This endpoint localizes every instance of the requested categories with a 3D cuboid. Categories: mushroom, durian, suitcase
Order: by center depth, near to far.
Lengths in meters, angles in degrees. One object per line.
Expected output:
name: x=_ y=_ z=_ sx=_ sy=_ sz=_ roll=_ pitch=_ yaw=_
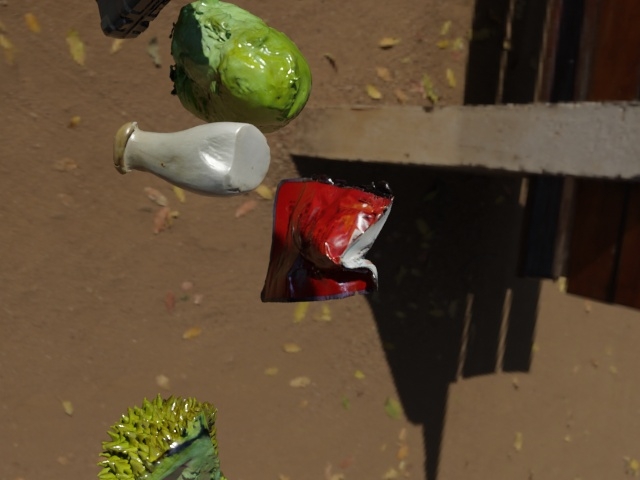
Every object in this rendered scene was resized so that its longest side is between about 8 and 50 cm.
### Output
durian: x=-0.141 y=0.199 z=0.789 sx=0.137 sy=0.095 sz=0.221 roll=-31 pitch=149 yaw=-14
suitcase: x=-0.252 y=-0.444 z=1.343 sx=0.066 sy=0.285 sz=0.206 roll=-5 pitch=75 yaw=-41
mushroom: x=-0.191 y=-0.121 z=1.354 sx=0.093 sy=0.225 sz=0.116 roll=-60 pitch=150 yaw=-66
durian: x=-0.139 y=-0.287 z=1.576 sx=0.204 sy=0.339 sz=0.256 roll=-51 pitch=143 yaw=-2

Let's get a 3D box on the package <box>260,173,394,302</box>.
package: x=0.000 y=0.000 z=1.295 sx=0.071 sy=0.269 sz=0.194 roll=27 pitch=76 yaw=-41
